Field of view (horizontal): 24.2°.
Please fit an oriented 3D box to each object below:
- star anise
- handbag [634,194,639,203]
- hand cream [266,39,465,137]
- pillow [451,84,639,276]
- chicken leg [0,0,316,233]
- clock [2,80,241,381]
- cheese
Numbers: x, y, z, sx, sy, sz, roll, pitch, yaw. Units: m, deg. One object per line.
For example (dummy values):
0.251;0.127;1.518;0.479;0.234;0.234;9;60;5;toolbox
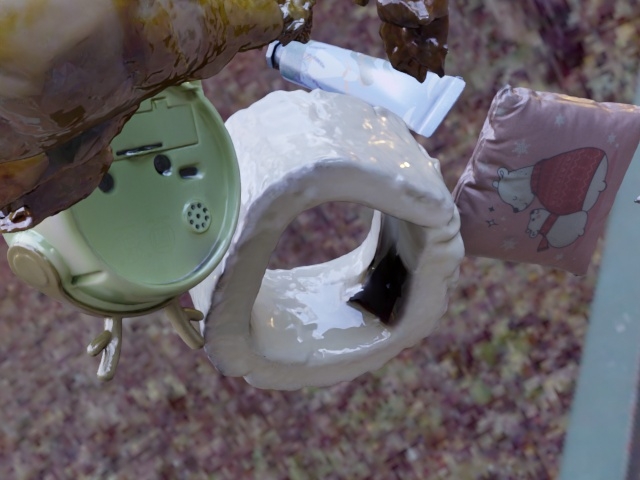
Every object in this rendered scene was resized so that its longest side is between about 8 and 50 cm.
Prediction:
0.086;-0.240;1.290;0.111;0.212;0.196;22;15;6;star anise
0.452;-0.026;1.392;0.182;0.270;0.117;135;149;-62;handbag
0.047;-0.190;1.773;0.256;0.055;0.088;23;65;30;hand cream
0.254;-0.068;1.709;0.236;0.223;0.084;-67;29;26;pillow
-0.161;-0.135;1.106;0.182;0.295;0.409;42;35;23;chicken leg
-0.166;-0.042;1.284;0.096;0.308;0.235;-6;8;44;clock
0.002;-0.002;1.601;0.292;0.332;0.153;-5;47;-20;cheese
